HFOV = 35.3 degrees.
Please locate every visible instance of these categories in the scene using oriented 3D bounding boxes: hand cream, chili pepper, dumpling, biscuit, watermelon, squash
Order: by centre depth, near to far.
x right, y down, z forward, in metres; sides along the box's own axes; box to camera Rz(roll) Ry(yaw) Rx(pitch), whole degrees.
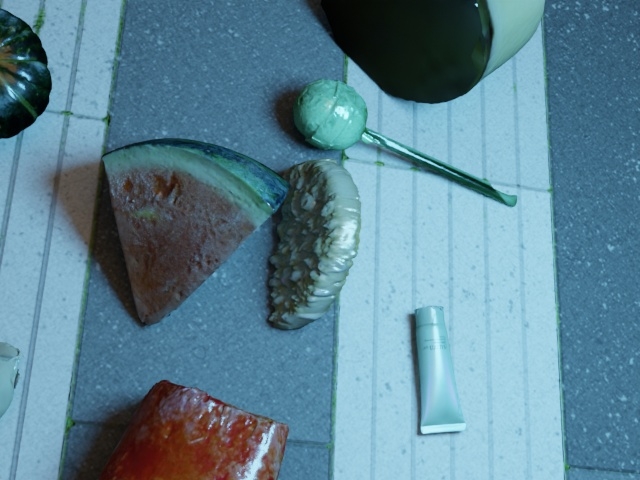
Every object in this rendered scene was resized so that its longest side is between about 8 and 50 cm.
[{"bbox_3d":[-0.178,0.331,1.365,0.229,0.251,0.305,42,56,-41],"label":"chili pepper"},{"bbox_3d":[-0.502,0.207,1.389,0.136,0.118,0.199,16,37,5],"label":"dumpling"},{"bbox_3d":[-0.200,-0.040,1.499,0.283,0.250,0.292,13,64,-6],"label":"watermelon"},{"bbox_3d":[-0.516,-0.252,1.524,0.218,0.172,0.218,8,69,-21],"label":"squash"},{"bbox_3d":[0.000,0.000,1.593,0.084,0.179,0.281,17,72,-33],"label":"biscuit"},{"bbox_3d":[0.187,0.208,1.627,0.078,0.050,0.204,-1,74,-17],"label":"hand cream"}]

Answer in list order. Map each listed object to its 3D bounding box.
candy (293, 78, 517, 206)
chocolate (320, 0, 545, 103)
[{"bbox_3d":[0.153,-0.149,1.740,0.440,0.119,0.119,25,64,-16],"label":"candy"},{"bbox_3d":[0.220,-0.434,1.754,0.326,0.314,0.297,41,55,6],"label":"chocolate"}]
